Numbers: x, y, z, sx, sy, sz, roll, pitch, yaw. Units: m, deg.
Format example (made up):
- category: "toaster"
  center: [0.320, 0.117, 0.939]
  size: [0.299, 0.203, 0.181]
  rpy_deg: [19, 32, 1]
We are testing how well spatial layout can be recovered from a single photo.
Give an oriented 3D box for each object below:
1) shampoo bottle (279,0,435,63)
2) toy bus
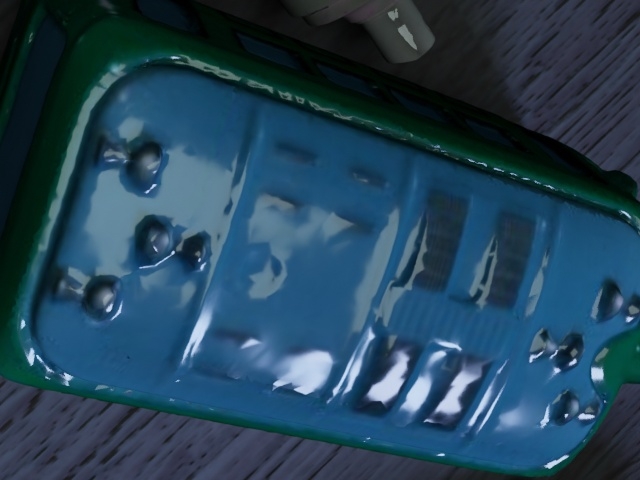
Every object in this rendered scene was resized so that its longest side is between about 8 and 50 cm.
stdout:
- category: "shampoo bottle"
  center: [-0.036, -0.210, 0.467]
  size: [0.092, 0.092, 0.303]
  rpy_deg: [-39, 113, -4]
- category: "toy bus"
  center: [0.000, 0.000, 0.487]
  size: [0.343, 0.199, 0.184]
  rpy_deg: [15, 100, -23]
